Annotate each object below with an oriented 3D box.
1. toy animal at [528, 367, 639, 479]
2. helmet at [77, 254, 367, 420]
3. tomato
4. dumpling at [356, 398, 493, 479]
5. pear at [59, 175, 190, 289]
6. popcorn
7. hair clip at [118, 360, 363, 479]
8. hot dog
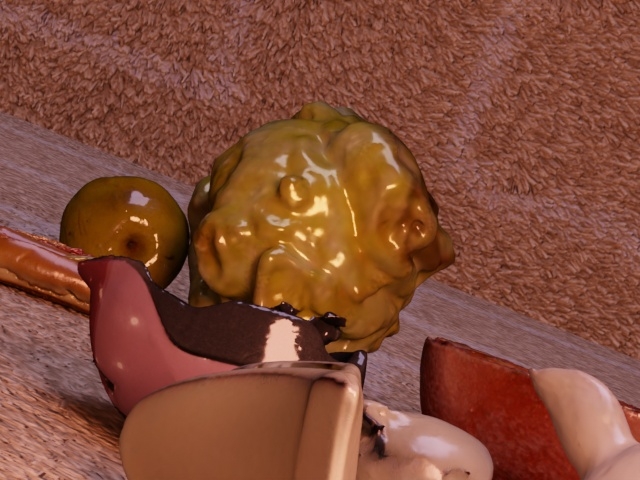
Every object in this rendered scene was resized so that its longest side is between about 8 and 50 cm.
[{"bbox_3d":[0.246,0.232,1.418,0.241,0.196,0.367,17,9,-22],"label":"toy animal"},{"bbox_3d":[-0.088,0.112,1.572,0.253,0.154,0.198,3,-16,30],"label":"helmet"},{"bbox_3d":[0.236,0.207,1.876,0.338,0.144,0.338,21,1,0],"label":"tomato"},{"bbox_3d":[0.083,0.199,1.702,0.176,0.092,0.150,16,-8,-1],"label":"dumpling"},{"bbox_3d":[-0.222,-0.005,2.197,0.149,0.149,0.162,20,9,-16],"label":"pear"},{"bbox_3d":[-0.011,0.012,2.116,0.312,0.312,0.312,21,5,-2],"label":"popcorn"},{"bbox_3d":[-0.033,0.159,1.333,0.113,0.172,0.282,4,3,-38],"label":"hair clip"},{"bbox_3d":[-0.251,0.042,2.066,0.235,0.062,0.092,21,2,-11],"label":"hot dog"}]
